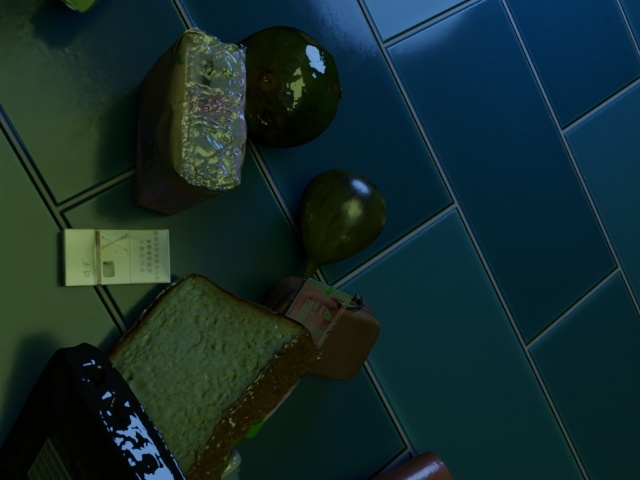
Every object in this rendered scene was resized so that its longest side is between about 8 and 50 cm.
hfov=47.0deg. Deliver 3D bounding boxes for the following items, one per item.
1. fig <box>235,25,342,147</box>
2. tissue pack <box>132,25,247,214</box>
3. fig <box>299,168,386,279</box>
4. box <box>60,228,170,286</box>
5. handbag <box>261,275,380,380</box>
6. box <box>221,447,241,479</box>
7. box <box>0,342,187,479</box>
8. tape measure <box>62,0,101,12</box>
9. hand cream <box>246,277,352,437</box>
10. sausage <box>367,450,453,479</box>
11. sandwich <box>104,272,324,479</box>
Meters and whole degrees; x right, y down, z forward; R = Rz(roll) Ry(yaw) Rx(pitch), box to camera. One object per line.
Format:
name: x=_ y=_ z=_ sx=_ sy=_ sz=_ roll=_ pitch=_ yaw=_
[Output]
fig: x=-0.049 y=-0.239 z=1.193 sx=0.245 sy=0.195 sz=0.195 roll=2 pitch=84 yaw=-63
tissue pack: x=-0.189 y=-0.157 z=1.048 sx=0.123 sy=0.257 sz=0.215 roll=6 pitch=82 yaw=-25
fig: x=0.000 y=0.000 z=1.233 sx=0.151 sy=0.151 sz=0.259 roll=36 pitch=93 yaw=-21
box: x=-0.304 y=0.025 z=1.095 sx=0.154 sy=0.040 sz=0.084 roll=0 pitch=87 yaw=-30
handbag: x=-0.003 y=0.142 z=1.197 sx=0.193 sy=0.072 sz=0.151 roll=24 pitch=110 yaw=-24
box: x=-0.218 y=0.375 z=1.053 sx=0.227 sy=0.162 sz=0.130 roll=-32 pitch=112 yaw=-26
box: x=-0.292 y=0.313 z=0.902 sx=0.073 sy=0.289 sz=0.290 roll=-2 pitch=45 yaw=-53
tape measure: x=-0.310 y=-0.419 z=1.063 sx=0.087 sy=0.154 sz=0.177 roll=41 pitch=99 yaw=-17
hand cream: x=-0.056 y=0.184 z=1.141 sx=0.079 sy=0.050 sz=0.275 roll=18 pitch=107 yaw=-50
sausage: x=0.107 y=0.456 z=1.247 sx=0.259 sy=0.113 sz=0.113 roll=-16 pitch=94 yaw=-29
sandwich: x=-0.189 y=0.203 z=1.027 sx=0.301 sy=0.271 sz=0.099 roll=-51 pitch=139 yaw=-21
